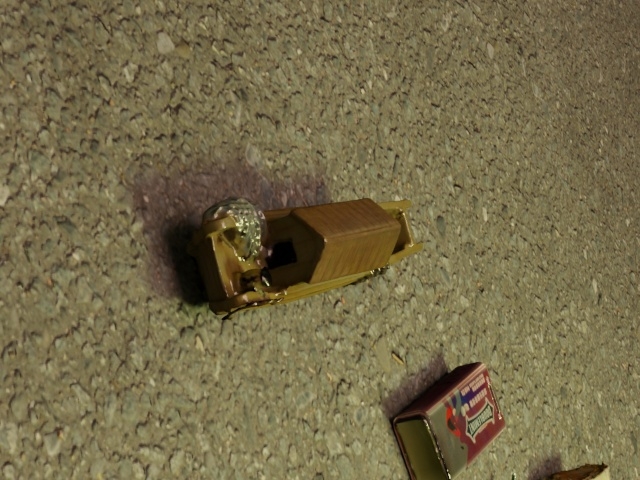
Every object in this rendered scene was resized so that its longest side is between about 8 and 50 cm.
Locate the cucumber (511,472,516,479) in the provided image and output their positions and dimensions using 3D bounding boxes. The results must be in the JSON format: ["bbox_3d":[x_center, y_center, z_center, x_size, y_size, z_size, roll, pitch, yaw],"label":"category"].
[{"bbox_3d":[0.273,0.460,1.997,0.056,0.056,0.250,44,43,-40],"label":"cucumber"}]

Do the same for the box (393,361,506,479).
[{"bbox_3d":[0.190,0.265,1.939,0.224,0.069,0.120,-30,102,-59],"label":"box"}]

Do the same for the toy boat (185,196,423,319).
[{"bbox_3d":[0.000,0.000,1.666,0.445,0.162,0.135,-10,81,-60],"label":"toy boat"}]

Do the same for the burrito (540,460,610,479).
[{"bbox_3d":[0.422,0.490,2.172,0.143,0.105,0.299,30,51,-45],"label":"burrito"}]
